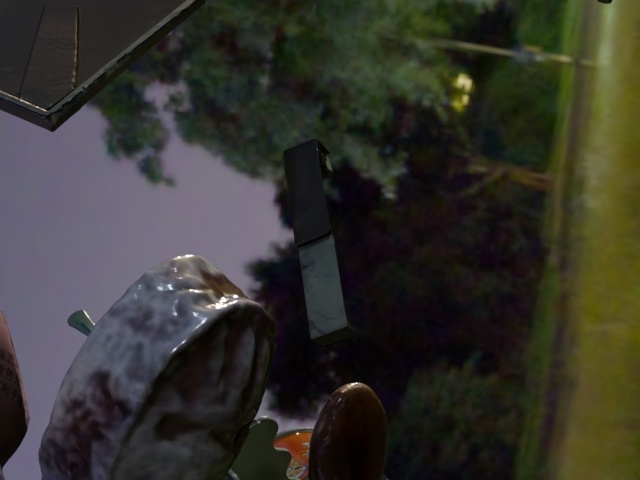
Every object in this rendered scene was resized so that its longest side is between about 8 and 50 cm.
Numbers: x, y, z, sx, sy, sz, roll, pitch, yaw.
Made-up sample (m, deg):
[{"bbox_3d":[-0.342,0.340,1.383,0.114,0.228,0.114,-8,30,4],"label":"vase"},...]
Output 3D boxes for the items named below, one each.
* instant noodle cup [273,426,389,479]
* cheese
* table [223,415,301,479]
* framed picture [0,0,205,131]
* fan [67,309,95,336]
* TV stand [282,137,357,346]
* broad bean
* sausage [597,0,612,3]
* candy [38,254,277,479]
[{"bbox_3d":[-0.002,0.452,1.986,0.214,0.296,0.296,180,102,-70],"label":"instant noodle cup"},{"bbox_3d":[-0.292,0.154,1.103,0.189,0.074,0.286,94,159,-57],"label":"cheese"},{"bbox_3d":[-0.107,0.309,1.573,0.198,0.166,0.166,73,-154,-48],"label":"table"},{"bbox_3d":[-0.311,-0.252,1.475,0.315,0.232,0.024,-49,-24,-43],"label":"framed picture"},{"bbox_3d":[-0.401,0.164,2.245,0.038,0.193,0.016,-44,-54,-14],"label":"fan"},{"bbox_3d":[0.000,0.000,1.464,0.040,0.049,0.256,42,-148,-51],"label":"TV stand"},{"bbox_3d":[0.032,0.261,1.590,0.114,0.084,0.165,-7,-77,-52],"label":"broad bean"},{"bbox_3d":[0.384,-0.362,1.708,0.026,0.026,0.116,93,-175,-54],"label":"sausage"},{"bbox_3d":[-0.155,0.163,1.241,0.214,0.157,0.289,10,-70,-62],"label":"candy"}]
